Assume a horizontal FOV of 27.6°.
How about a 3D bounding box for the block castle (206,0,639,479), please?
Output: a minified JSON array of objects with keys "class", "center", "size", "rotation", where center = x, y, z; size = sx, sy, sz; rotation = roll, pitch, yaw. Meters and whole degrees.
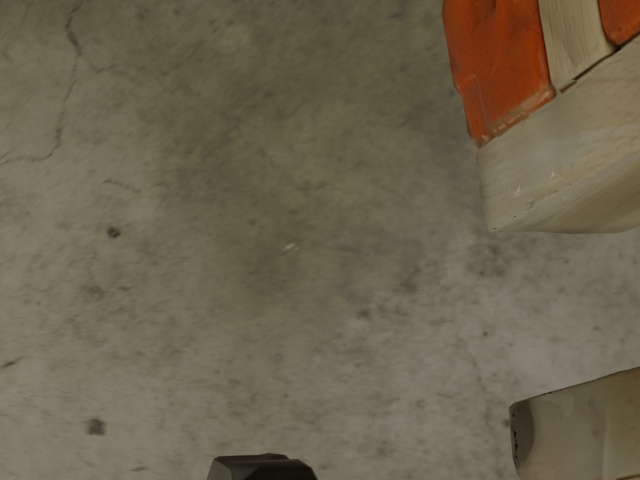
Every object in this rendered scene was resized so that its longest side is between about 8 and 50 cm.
[{"class":"block castle","center":[0.000,0.000,0.250],"size":[0.302,0.213,0.454],"rotation":[-1,76,-23]}]
